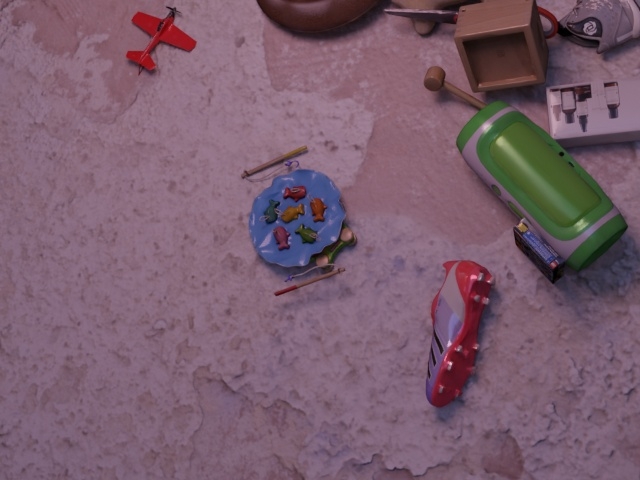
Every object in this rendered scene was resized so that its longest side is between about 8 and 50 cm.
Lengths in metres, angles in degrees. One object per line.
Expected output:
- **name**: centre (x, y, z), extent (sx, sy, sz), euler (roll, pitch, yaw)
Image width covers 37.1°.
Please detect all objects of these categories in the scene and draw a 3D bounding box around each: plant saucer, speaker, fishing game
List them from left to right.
- **fishing game**: centre (-0.045, -0.043, 1.688), extent (0.189, 0.041, 0.264), euler (-19, 66, 15)
- **plant saucer**: centre (0.002, -0.536, 1.764), extent (0.310, 0.050, 0.311), euler (-8, 70, 22)
- **speaker**: centre (0.361, -0.093, 1.571), extent (0.131, 0.131, 0.296), euler (-42, 72, 3)

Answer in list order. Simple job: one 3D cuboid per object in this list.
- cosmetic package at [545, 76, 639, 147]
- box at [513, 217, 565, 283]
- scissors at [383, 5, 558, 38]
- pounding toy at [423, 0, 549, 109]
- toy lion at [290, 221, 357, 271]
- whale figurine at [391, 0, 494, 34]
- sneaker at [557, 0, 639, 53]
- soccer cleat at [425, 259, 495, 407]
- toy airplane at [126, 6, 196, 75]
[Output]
- **cosmetic package**: centre (0.502, -0.217, 1.595), extent (0.239, 0.060, 0.099), euler (-5, 78, 13)
- **box**: centre (0.354, 0.019, 1.543), extent (0.027, 0.137, 0.094), euler (-41, 72, 3)
- **scissors**: centre (0.262, -0.393, 1.657), extent (0.297, 0.021, 0.109), euler (22, 129, 5)
- **pounding toy**: centre (0.280, -0.312, 1.636), extent (0.206, 0.181, 0.094), euler (-4, 49, 25)
- **toy lion**: centre (0.000, 0.000, 1.693), extent (0.100, 0.034, 0.096), euler (-47, 65, 1)
- **whale figurine**: centre (0.255, -0.490, 1.691), extent (0.272, 0.141, 0.216), euler (-41, 90, 27)
- **sneaker**: centre (0.446, -0.422, 1.640), extent (0.132, 0.086, 0.229), euler (-31, 74, 9)
- **soccer cleat**: centre (0.216, 0.153, 1.591), extent (0.095, 0.083, 0.248), euler (15, 87, 46)
- **toy airplane**: centre (-0.322, -0.390, 1.852), extent (0.151, 0.028, 0.151), euler (-2, 79, 12)
